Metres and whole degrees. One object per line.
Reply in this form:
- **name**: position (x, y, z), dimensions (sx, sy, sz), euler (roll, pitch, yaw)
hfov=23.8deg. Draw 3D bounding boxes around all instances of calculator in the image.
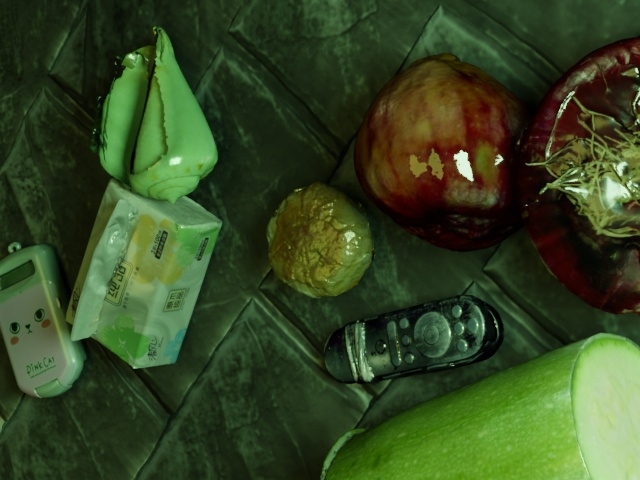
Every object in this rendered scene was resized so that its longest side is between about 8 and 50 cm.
- **calculator**: position (-0.433, 0.118, 2.310), dimensions (0.141, 0.045, 0.246), euler (-23, 80, 35)

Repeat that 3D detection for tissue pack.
- **tissue pack**: position (-0.264, 0.045, 2.118), dimensions (0.159, 0.145, 0.229), euler (31, 112, 29)

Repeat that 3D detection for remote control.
- **remote control**: position (0.118, 0.128, 1.909), dimensions (0.266, 0.066, 0.090), euler (-16, 72, 40)

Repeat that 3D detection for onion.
- **onion**: position (0.366, -0.068, 1.618), dimensions (0.314, 0.232, 0.314), euler (0, 92, 11)

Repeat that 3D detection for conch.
- **conch**: position (-0.238, -0.161, 2.083), dimensions (0.143, 0.137, 0.251), euler (-39, 72, 28)

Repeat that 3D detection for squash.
- **squash**: position (0.205, 0.288, 1.732), dimensions (0.384, 0.263, 0.263), euler (-26, 79, 35)

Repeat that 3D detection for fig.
- **fig**: position (0.152, -0.099, 1.765), dimensions (0.224, 0.224, 0.263), euler (-68, 26, 20)

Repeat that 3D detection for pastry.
- **pastry**: position (-0.001, 0.000, 1.963), dimensions (0.153, 0.081, 0.153), euler (1, 92, 39)
